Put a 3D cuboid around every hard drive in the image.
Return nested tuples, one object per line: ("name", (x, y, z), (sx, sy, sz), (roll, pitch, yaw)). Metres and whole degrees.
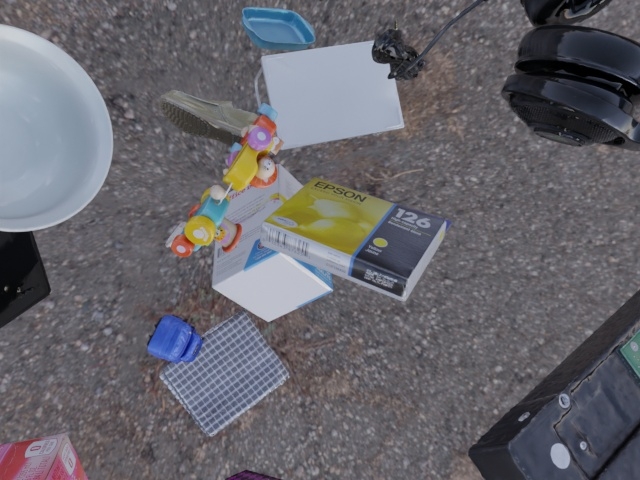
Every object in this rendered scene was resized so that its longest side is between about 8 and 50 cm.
("hard drive", (0.307, 0.180, 0.505), (0.339, 0.064, 0.237), (-29, 81, -30))

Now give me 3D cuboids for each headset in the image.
("headset", (0.247, -0.205, 0.586), (0.394, 0.185, 0.243), (0, 90, 20))

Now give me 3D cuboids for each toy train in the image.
("toy train", (-0.075, -0.049, 0.545), (0.046, 0.125, 0.166), (35, 85, -15))

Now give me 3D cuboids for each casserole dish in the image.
("casserole dish", (-0.097, -0.470, 1.337), (0.188, 0.037, 0.114), (-15, 65, -39))

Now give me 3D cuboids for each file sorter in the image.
("file sorter", (0.010, -0.309, 1.325), (0.278, 0.173, 0.192), (-13, 94, -14))

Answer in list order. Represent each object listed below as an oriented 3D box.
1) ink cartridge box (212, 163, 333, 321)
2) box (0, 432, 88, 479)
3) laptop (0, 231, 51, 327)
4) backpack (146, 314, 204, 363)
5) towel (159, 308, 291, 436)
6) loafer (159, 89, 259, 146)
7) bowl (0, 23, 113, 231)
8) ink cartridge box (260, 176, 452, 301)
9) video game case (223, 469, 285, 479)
("ink cartridge box", (-0.112, 0.005, 1.399), (0.198, 0.270, 0.197), (-27, 135, 25))
("box", (-0.264, 0.296, 0.396), (0.154, 0.300, 0.142), (-10, 116, 1))
("laptop", (-0.886, 0.030, 1.356), (0.408, 0.236, 0.382), (45, 44, 0))
("backpack", (-0.304, 0.208, 1.258), (0.101, 0.120, 0.098), (18, 74, 5))
("towel", (-0.254, 0.353, 1.589), (0.284, 0.121, 0.235), (-36, 94, -15))
("loafer", (-0.264, -0.305, 1.480), (0.269, 0.102, 0.092), (23, 62, -12))
("bowl", (-0.476, -0.153, 0.886), (0.298, 0.134, 0.297), (7, 79, -43))
("ink cartridge box", (0.087, -0.035, 1.206), (0.304, 0.307, 0.072), (20, 130, 18))
("video game case", (-0.025, 0.374, 0.663), (0.042, 0.232, 0.210), (-15, 84, -31))
